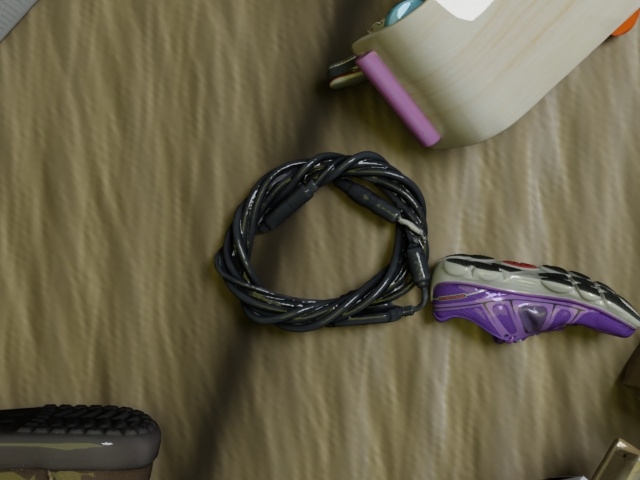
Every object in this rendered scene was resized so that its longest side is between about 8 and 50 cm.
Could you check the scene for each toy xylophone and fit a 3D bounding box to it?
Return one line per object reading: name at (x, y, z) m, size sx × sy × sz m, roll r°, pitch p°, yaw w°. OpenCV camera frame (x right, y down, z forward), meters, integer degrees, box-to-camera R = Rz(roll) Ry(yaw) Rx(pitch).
toy xylophone at (0.162, -0.230, 0.551) m, size 0.323 × 0.081 × 0.236 m, roll -35°, pitch 111°, yaw -5°

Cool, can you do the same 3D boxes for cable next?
cable at (0.000, 0.000, 0.610) m, size 0.185 × 0.047 × 0.150 m, roll -4°, pitch 88°, yaw 3°

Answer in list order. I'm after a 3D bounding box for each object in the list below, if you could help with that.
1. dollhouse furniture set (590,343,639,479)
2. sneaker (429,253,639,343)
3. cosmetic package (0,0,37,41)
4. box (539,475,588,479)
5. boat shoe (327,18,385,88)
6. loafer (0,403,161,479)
dollhouse furniture set at (0.316, 0.182, 0.558) m, size 0.182 × 0.101 × 0.161 m, roll 34°, pitch 83°, yaw 3°
sneaker at (0.176, 0.057, 0.603) m, size 0.170 × 0.068 × 0.071 m, roll 10°, pitch 104°, yaw 11°
cosmetic package at (-0.387, -0.234, 0.588) m, size 0.224 × 0.138 × 0.224 m, roll 42°, pitch 92°, yaw 3°
box at (0.192, 0.338, 0.482) m, size 0.262 × 0.126 × 0.231 m, roll 42°, pitch 62°, yaw 4°
boat shoe at (0.064, -0.170, 0.610) m, size 0.137 × 0.049 × 0.043 m, roll -25°, pitch 96°, yaw -3°
loafer at (-0.315, 0.203, 0.573) m, size 0.366 × 0.134 × 0.130 m, roll 1°, pitch 88°, yaw 2°
